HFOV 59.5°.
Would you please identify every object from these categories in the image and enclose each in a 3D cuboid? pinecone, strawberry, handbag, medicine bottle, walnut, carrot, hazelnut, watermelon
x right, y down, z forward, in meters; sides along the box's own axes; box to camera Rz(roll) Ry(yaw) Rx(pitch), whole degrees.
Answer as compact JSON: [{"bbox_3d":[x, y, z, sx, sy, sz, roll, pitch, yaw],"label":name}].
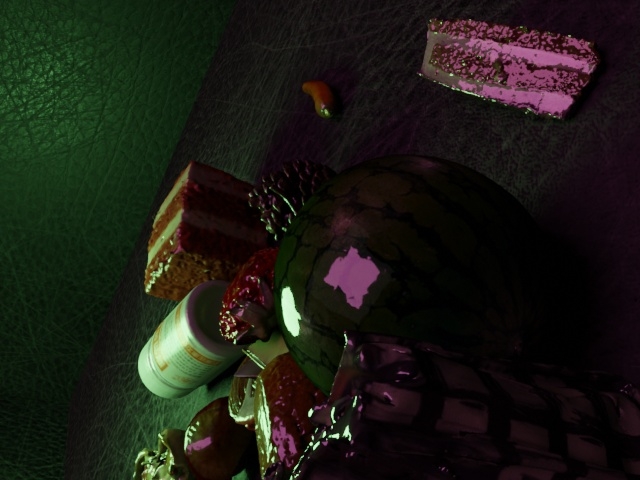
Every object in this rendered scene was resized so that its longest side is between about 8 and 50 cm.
[{"bbox_3d":[-0.053,-0.085,1.208,0.205,0.184,0.179,-6,55,14],"label":"pinecone"},{"bbox_3d":[-0.135,0.087,1.225,0.233,0.137,0.306,-34,27,3],"label":"strawberry"},{"bbox_3d":[0.117,0.252,0.553,0.162,0.327,0.325,-93,25,-56],"label":"handbag"},{"bbox_3d":[-0.329,0.271,1.484,0.371,0.211,0.211,-42,41,42],"label":"medicine bottle"},{"bbox_3d":[-0.389,0.618,1.475,0.238,0.141,0.204,-45,49,36],"label":"walnut"},{"bbox_3d":[-0.003,-0.382,1.448,0.062,0.066,0.271,-21,37,-1],"label":"carrot"},{"bbox_3d":[-0.216,0.448,1.271,0.202,0.160,0.170,-41,35,-22],"label":"hazelnut"},{"bbox_3d":[0.110,0.062,0.711,0.363,0.363,0.363,-37,44,47],"label":"watermelon"}]

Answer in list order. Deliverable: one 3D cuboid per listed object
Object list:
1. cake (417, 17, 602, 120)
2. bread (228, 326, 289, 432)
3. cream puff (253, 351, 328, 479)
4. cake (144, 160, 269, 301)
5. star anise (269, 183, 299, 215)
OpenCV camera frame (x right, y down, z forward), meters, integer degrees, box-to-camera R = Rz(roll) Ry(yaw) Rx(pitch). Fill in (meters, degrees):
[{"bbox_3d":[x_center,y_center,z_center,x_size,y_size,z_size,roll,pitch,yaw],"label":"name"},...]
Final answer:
[{"bbox_3d":[0.287,-0.263,0.859,0.295,0.113,0.115,37,113,48],"label":"cake"},{"bbox_3d":[-0.096,0.282,1.141,0.211,0.142,0.224,-58,28,-10],"label":"bread"},{"bbox_3d":[0.007,0.303,0.858,0.303,0.212,0.302,169,90,-78],"label":"cream puff"},{"bbox_3d":[-0.304,-0.012,1.536,0.269,0.270,0.319,-42,41,43],"label":"cake"},{"bbox_3d":[-0.002,-0.001,1.086,0.234,0.073,0.177,16,113,20],"label":"star anise"}]
